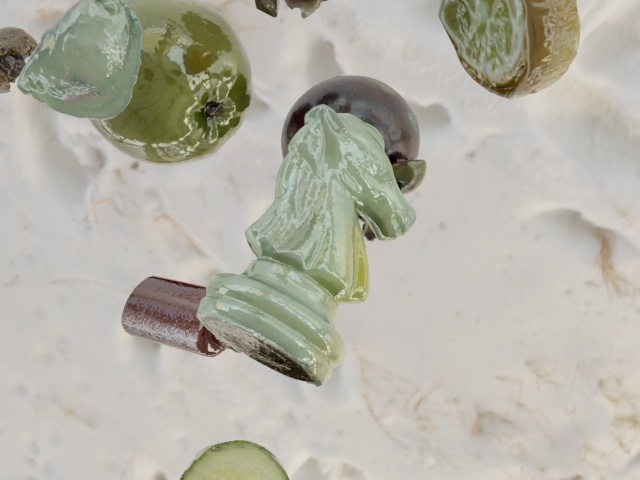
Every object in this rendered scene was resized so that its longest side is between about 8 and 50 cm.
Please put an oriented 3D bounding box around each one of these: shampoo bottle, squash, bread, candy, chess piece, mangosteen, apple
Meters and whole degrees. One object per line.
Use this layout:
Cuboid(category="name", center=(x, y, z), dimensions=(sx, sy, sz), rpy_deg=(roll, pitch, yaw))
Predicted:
Cuboid(category="shampoo bottle", center=(-0.182, 0.110, 1.488), dimensions=(0.260, 0.102, 0.064), rpy_deg=(7, 149, 47))
Cuboid(category="squash", center=(-0.148, 0.464, 1.901), dimensions=(0.220, 0.133, 0.220), rpy_deg=(0, 93, 4))
Cuboid(category="bread", center=(-0.519, -0.302, 1.709), dimensions=(0.082, 0.113, 0.060), rpy_deg=(33, 171, -35))
Cuboid(category="candy", center=(0.287, -0.345, 1.597), dimensions=(0.260, 0.118, 0.259), rpy_deg=(52, 156, 35))
Cuboid(category="chess piece", center=(0.000, 0.000, 1.176), dimensions=(0.176, 0.298, 0.175), rpy_deg=(26, 164, 8))
Cuboid(category="mangosteen", center=(0.065, -0.185, 2.128), dimensions=(0.311, 0.311, 0.311), rpy_deg=(11, 125, 16))
Cuboid(category="apple", center=(-0.313, -0.320, 2.108), dimensions=(0.357, 0.357, 0.357), rpy_deg=(11, 125, 16))

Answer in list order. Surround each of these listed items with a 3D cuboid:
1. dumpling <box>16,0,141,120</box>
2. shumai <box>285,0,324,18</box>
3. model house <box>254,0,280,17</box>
Cuboid(category="dumpling", center=(-0.338, -0.251, 1.467), dimensions=(0.217, 0.149, 0.105), rpy_deg=(-34, 149, 21))
Cuboid(category="shumai", center=(-0.045, -0.514, 1.686), dimensions=(0.217, 0.283, 0.346), rpy_deg=(18, 143, -4))
Cuboid(category="model house", center=(-0.118, -0.514, 1.951), dimensions=(0.181, 0.248, 0.176), rpy_deg=(-17, 145, -7))
